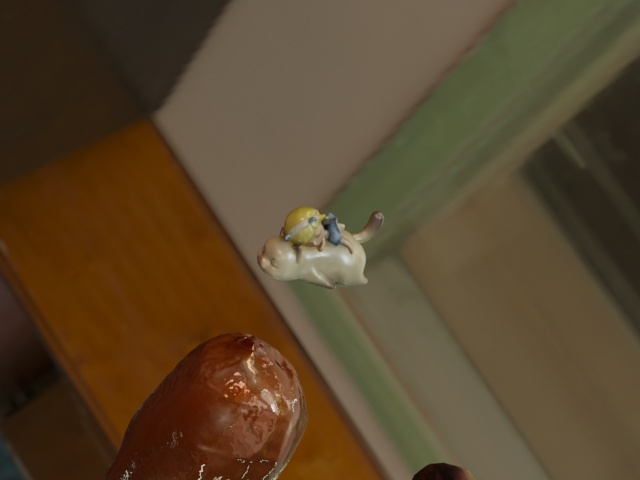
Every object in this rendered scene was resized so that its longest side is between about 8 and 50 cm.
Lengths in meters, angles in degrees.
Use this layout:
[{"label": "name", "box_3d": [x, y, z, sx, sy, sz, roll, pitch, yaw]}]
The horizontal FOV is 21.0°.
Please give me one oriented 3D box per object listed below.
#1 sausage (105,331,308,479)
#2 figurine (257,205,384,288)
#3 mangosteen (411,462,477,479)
[{"label": "sausage", "box_3d": [-0.097, 0.171, 1.404, 0.133, 0.133, 0.258, -27, 165, -41]}, {"label": "figurine", "box_3d": [0.000, 0.000, 1.144, 0.083, 0.047, 0.051, 1, 117, -38]}, {"label": "mangosteen", "box_3d": [0.092, 0.215, 0.742, 0.235, 0.262, 0.235, -12, -171, 2]}]
